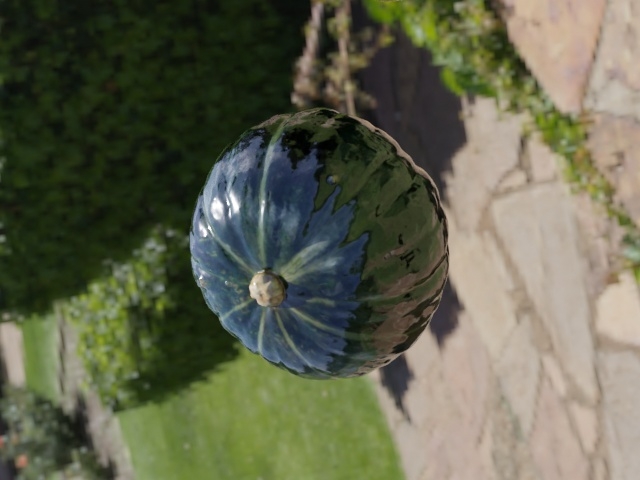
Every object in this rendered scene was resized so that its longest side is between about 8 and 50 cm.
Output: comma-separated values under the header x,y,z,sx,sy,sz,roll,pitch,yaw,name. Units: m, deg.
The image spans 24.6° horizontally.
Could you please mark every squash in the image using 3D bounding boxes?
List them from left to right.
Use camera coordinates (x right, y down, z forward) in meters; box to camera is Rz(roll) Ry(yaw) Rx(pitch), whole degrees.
x,y,z,sx,sy,sz,roll,pitch,yaw,name
0.000,0.003,1.154,0.218,0.172,0.218,27,138,27,squash
